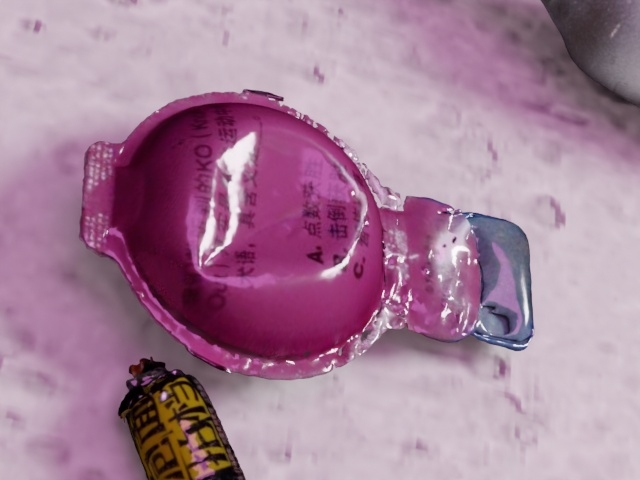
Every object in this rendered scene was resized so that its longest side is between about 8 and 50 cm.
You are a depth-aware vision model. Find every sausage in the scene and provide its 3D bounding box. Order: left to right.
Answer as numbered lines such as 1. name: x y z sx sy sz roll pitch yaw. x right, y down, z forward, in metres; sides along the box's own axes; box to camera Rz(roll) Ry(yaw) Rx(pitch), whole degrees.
1. sausage: -0.009 0.116 0.390 0.028 0.025 0.198 -12 66 -30

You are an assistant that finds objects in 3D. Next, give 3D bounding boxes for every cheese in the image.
1. cheese: 0.000 0.000 0.452 0.145 0.038 0.095 12 60 -23

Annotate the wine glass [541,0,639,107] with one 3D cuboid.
1. wine glass: 0.097 -0.084 0.523 0.262 0.074 0.074 23 56 -9
